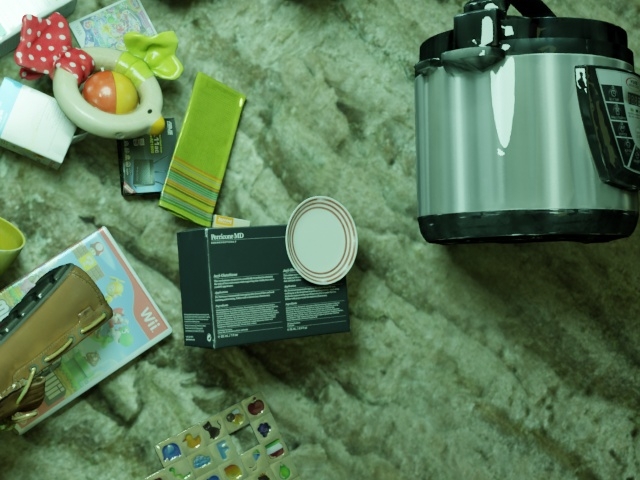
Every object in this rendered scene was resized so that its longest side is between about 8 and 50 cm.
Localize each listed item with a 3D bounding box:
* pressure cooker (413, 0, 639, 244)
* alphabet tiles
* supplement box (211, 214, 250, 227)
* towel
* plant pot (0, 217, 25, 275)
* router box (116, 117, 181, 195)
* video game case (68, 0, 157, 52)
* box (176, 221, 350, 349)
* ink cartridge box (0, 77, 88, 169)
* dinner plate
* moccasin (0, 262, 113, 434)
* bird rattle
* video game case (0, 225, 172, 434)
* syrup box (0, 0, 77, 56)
[{"bbox_3d":[0.331,-0.202,1.671,0.375,0.370,0.420,0,87,-9],"label":"pressure cooker"},{"bbox_3d":[-0.161,0.388,1.662,0.237,0.009,0.198,-25,96,-18],"label":"alphabet tiles"},{"bbox_3d":[-0.155,0.011,1.666,0.062,0.036,0.098,10,84,-19],"label":"supplement box"},{"bbox_3d":[-0.189,-0.146,1.643,0.102,0.021,0.237,25,73,-39],"label":"towel"},{"bbox_3d":[-0.518,0.021,1.504,0.134,0.134,0.095,21,107,-17],"label":"plant pot"},{"bbox_3d":[-0.277,-0.134,1.630,0.092,0.038,0.122,-5,89,-20],"label":"router box"},{"bbox_3d":[-0.330,-0.334,1.635,0.122,0.011,0.087,-30,97,-18],"label":"video game case"},{"bbox_3d":[-0.087,0.067,1.619,0.261,0.103,0.184,-3,91,-36],"label":"box"},{"bbox_3d":[-0.431,-0.173,1.550,0.143,0.092,0.090,24,81,-16],"label":"ink cartridge box"},{"bbox_3d":[0.000,0.000,1.617,0.141,0.017,0.141,4,83,-36],"label":"dinner plate"},{"bbox_3d":[-0.445,0.202,1.459,0.147,0.139,0.380,52,48,-18],"label":"moccasin"},{"bbox_3d":[-0.325,-0.244,1.516,0.253,0.143,0.207,5,51,-38],"label":"bird rattle"},{"bbox_3d":[-0.403,0.138,1.582,0.285,0.025,0.204,-34,98,-18],"label":"video game case"},{"bbox_3d":[-0.493,-0.337,1.536,0.237,0.096,0.093,-37,98,-18],"label":"syrup box"}]
